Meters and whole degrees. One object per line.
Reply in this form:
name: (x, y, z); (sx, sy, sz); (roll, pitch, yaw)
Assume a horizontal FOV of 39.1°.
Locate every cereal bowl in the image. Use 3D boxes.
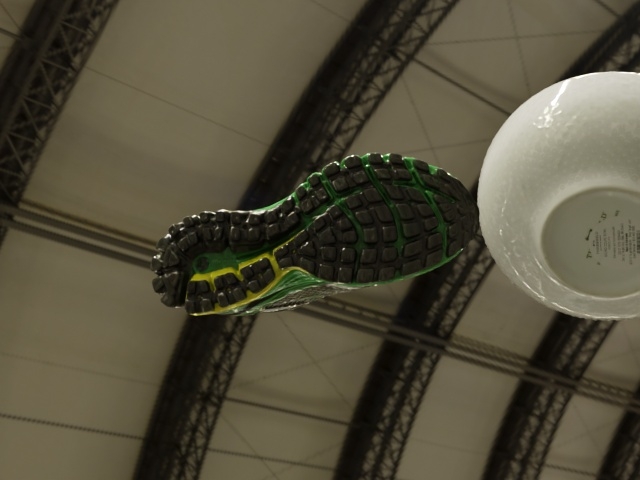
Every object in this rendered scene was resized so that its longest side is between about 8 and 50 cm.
cereal bowl: (0.362, -0.032, 1.142); (0.141, 0.339, 0.338); (-61, -34, -55)

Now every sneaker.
sneaker: (0.000, 0.000, 0.967); (0.146, 0.344, 0.134); (28, -127, -71)
